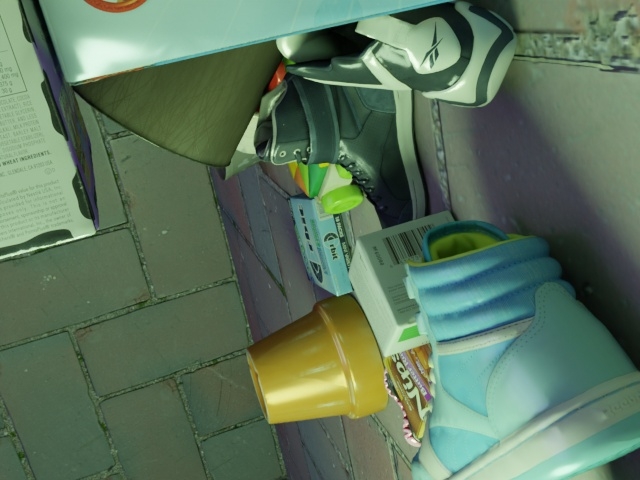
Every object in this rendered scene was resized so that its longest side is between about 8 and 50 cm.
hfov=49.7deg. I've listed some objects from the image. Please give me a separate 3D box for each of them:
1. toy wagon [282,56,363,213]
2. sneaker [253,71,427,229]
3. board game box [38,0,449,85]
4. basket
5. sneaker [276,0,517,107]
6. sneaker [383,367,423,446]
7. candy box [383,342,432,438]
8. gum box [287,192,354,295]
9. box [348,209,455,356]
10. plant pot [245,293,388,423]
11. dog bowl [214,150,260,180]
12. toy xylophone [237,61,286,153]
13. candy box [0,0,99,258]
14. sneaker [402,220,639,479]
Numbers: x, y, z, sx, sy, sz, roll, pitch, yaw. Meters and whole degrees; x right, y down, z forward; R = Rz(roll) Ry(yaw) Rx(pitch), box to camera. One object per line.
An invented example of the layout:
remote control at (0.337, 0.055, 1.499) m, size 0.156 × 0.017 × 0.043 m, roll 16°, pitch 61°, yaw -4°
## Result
toy wagon at (-0.004, -0.195, 0.861) m, size 0.344 × 0.068 × 0.267 m, roll 113°, pitch 138°, yaw -70°
sneaker at (0.019, -0.075, 0.713) m, size 0.086 × 0.164 × 0.226 m, roll -136°, pitch 31°, yaw -62°
board game box at (-0.014, -0.259, 0.318) m, size 0.086 × 0.302 × 0.308 m, roll -123°, pitch 21°, yaw -50°
basket at (-0.106, -0.211, 0.674) m, size 0.204 × 0.227 × 0.154 m, roll 21°, pitch -157°, yaw -48°
sneaker at (0.020, -0.172, 0.536) m, size 0.235 × 0.153 × 0.094 m, roll 50°, pitch 123°, yaw 49°
sneaker at (0.124, 0.209, 0.902) m, size 0.057 × 0.047 × 0.119 m, roll -38°, pitch 72°, yaw 60°
candy box at (0.127, 0.147, 0.782) m, size 0.186 × 0.053 × 0.109 m, roll 96°, pitch 153°, yaw -62°
gum box at (0.000, 0.000, 1.141) m, size 0.184 × 0.041 × 0.156 m, roll -160°, pitch 54°, yaw -75°
box at (0.094, 0.043, 0.678) m, size 0.087 × 0.101 × 0.101 m, roll 99°, pitch 151°, yaw -63°
plant pot at (-0.015, 0.211, 1.137) m, size 0.205 × 0.188 × 0.205 m, roll 163°, pitch 90°, yaw -77°
dog bowl at (-0.209, -0.309, 1.491) m, size 0.349 × 0.102 × 0.348 m, roll 164°, pitch 90°, yaw -77°
toy xylophone at (-0.111, -0.266, 0.887) m, size 0.236 × 0.081 × 0.322 m, roll 149°, pitch 105°, yaw -75°
candy box at (-0.177, -0.110, 0.347) m, size 0.165 × 0.070 × 0.196 m, roll -131°, pitch 27°, yaw -62°
sneaker at (0.129, 0.104, 0.574) m, size 0.208 × 0.127 × 0.319 m, roll 66°, pitch 155°, yaw 22°
